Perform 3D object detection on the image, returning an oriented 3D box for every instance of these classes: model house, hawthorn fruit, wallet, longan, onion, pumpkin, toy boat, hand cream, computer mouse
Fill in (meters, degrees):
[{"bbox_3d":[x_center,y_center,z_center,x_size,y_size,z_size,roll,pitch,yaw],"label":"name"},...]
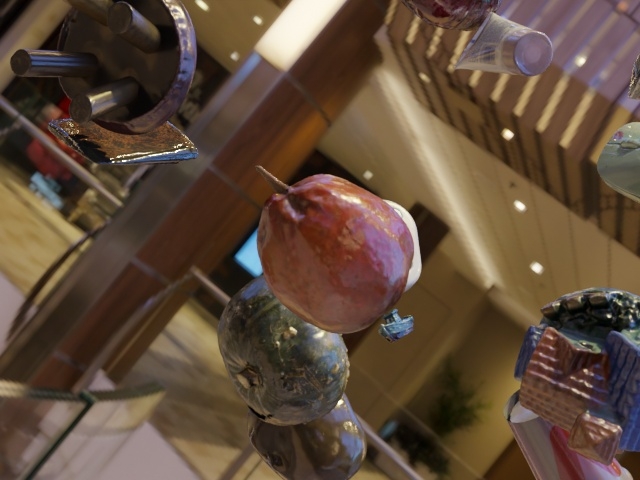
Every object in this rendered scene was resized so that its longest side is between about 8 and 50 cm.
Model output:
[{"bbox_3d":[0.481,0.236,1.703,0.295,0.252,0.329,25,20,23],"label":"model house"},{"bbox_3d":[0.000,0.000,1.334,0.262,0.210,0.210,44,-4,-28],"label":"hawthorn fruit"},{"bbox_3d":[-0.363,-0.183,1.796,0.168,0.052,0.245,38,31,30],"label":"wallet"},{"bbox_3d":[-0.034,0.492,2.539,0.350,0.288,0.288,48,4,38],"label":"longan"},{"bbox_3d":[0.278,-0.564,2.149,0.216,0.206,0.207,-31,-109,60],"label":"onion"},{"bbox_3d":[-0.077,0.239,2.123,0.328,0.257,0.291,51,-35,16],"label":"pumpkin"},{"bbox_3d":[0.158,0.179,2.064,0.061,0.060,0.137,59,26,6],"label":"toy boat"},{"bbox_3d":[0.341,-0.364,1.849,0.083,0.133,0.248,34,6,-24],"label":"hand cream"},{"bbox_3d":[0.633,-0.121,1.696,0.288,0.159,0.097,30,-19,22],"label":"computer mouse"}]

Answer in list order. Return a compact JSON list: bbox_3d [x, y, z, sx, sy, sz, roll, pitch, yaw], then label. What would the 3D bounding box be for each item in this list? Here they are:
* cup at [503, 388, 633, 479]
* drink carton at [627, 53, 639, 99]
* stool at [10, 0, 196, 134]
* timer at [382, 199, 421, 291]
[{"bbox_3d":[0.518,0.449,2.082,0.288,0.203,0.203,56,-7,-17],"label":"cup"},{"bbox_3d":[0.813,-0.409,2.275,0.130,0.107,0.315,13,-5,11],"label":"drink carton"},{"bbox_3d":[-0.360,-0.317,1.623,0.272,0.272,0.178,39,18,20],"label":"stool"},{"bbox_3d":[0.101,0.012,2.265,0.262,0.237,0.087,8,-29,-20],"label":"timer"}]
